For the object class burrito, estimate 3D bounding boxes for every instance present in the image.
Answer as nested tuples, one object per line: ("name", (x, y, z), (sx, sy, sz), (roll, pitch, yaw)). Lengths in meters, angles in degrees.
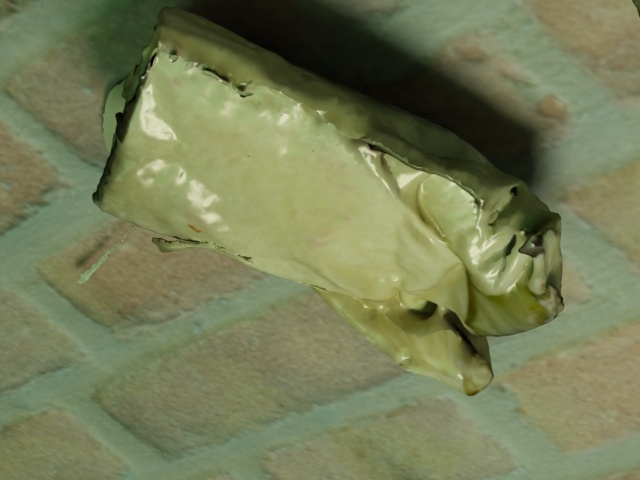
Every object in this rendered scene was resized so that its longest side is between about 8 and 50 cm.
("burrito", (0.014, -0.035, 1.305), (0.332, 0.135, 0.190), (26, 128, -5))

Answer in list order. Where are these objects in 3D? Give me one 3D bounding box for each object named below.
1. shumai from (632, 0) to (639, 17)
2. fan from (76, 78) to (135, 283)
("shumai", (0.257, -0.087, 1.095), (0.184, 0.141, 0.184), (6, 158, 3))
("fan", (-0.121, -0.035, 1.476), (0.182, 0.010, 0.310), (37, 137, -15))
